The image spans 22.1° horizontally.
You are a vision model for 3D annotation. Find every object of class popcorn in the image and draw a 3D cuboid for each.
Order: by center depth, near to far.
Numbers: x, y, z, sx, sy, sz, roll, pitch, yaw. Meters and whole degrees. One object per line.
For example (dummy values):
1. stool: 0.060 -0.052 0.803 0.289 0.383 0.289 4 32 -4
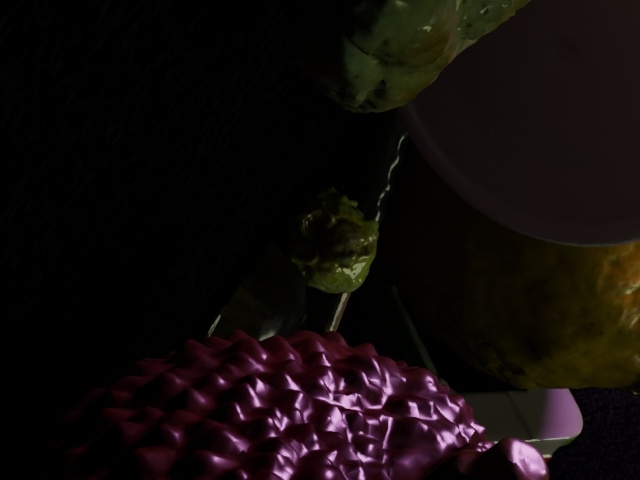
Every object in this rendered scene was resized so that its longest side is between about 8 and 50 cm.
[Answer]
1. popcorn: -0.001 0.003 1.031 0.059 0.068 0.083 -27 -165 -35

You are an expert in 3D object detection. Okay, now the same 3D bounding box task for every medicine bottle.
1. medicine bottle: 0.195 -0.152 0.929 0.325 0.256 0.256 -36 158 -52

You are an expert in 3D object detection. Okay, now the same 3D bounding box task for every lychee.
1. lychee: -0.017 0.171 0.640 0.304 0.276 0.276 -44 -177 28

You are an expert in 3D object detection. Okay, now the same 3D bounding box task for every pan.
1. pan: -0.060 0.084 0.949 0.202 0.048 0.128 -53 171 -51

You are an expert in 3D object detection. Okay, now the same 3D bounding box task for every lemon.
1. lemon: 0.167 -0.023 1.194 0.253 0.310 0.253 -33 168 -8

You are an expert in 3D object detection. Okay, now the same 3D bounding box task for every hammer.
1. hammer: 0.018 0.016 1.117 0.033 0.111 0.288 1 112 -67

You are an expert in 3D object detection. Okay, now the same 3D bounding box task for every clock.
1. clock: 0.039 0.157 1.369 0.166 0.235 0.309 1 139 -36

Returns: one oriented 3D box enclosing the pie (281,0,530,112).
1. pie: 0.074 -0.166 0.543 0.274 0.105 0.257 -59 -176 2
